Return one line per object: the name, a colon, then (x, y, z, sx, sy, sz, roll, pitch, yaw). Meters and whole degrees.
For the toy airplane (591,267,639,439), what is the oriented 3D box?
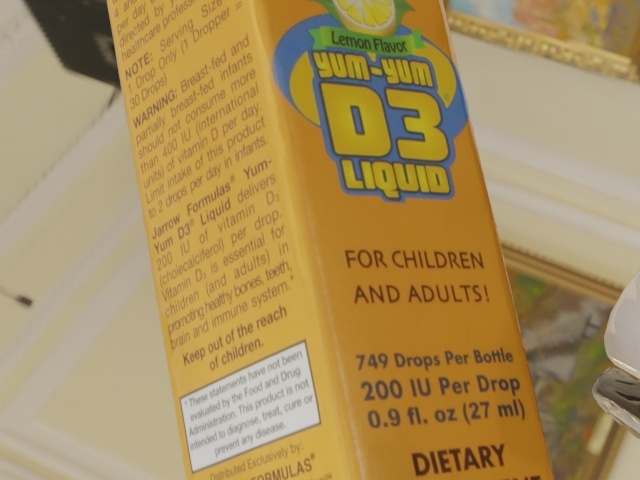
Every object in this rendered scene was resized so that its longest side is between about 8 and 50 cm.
toy airplane: (0.252, 0.056, 0.537, 0.384, 0.272, 0.386, -28, -32, -48)

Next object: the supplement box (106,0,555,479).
supplement box: (0.000, 0.000, 0.397, 0.078, 0.233, 0.080, 1, -21, -39)
